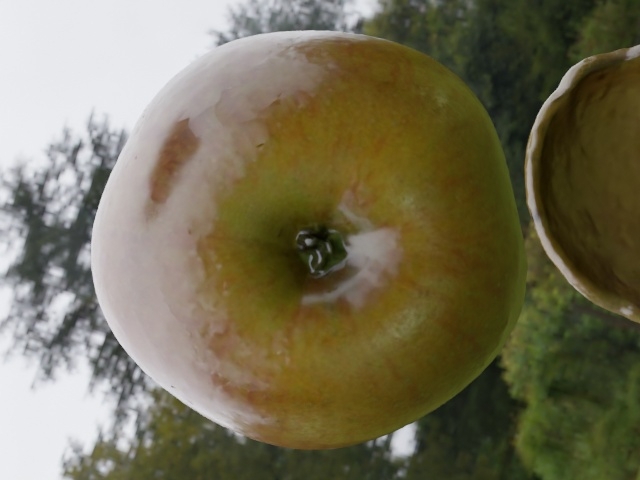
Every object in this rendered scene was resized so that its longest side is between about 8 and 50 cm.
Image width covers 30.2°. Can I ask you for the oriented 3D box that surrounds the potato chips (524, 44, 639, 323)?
[{"bbox_3d":[0.245,-0.037,0.868,0.195,0.208,0.062,-57,1,-4],"label":"potato chips"}]

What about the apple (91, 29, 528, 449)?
[{"bbox_3d":[0.000,0.000,1.089,0.333,0.400,0.400,19,94,68],"label":"apple"}]
